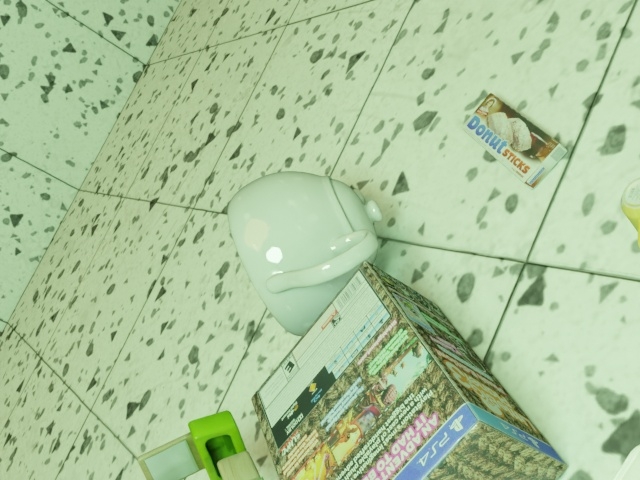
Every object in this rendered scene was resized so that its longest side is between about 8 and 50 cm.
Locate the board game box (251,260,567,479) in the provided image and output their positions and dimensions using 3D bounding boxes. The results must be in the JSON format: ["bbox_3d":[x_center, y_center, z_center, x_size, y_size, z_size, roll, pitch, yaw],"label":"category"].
[{"bbox_3d":[0.075,0.206,0.821,0.232,0.141,0.291,-51,32,13],"label":"board game box"}]

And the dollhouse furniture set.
[{"bbox_3d":[-0.108,0.372,0.848,0.151,0.197,0.301,-22,31,-14],"label":"dollhouse furniture set"}]

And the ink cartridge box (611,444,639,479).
[{"bbox_3d":[0.290,0.291,0.468,0.207,0.117,0.283,-58,32,2],"label":"ink cartridge box"}]

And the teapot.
[{"bbox_3d":[0.000,0.000,1.043,0.187,0.252,0.256,-27,57,8],"label":"teapot"}]

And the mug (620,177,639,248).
[{"bbox_3d":[0.332,-0.027,0.733,0.062,0.064,0.078,-40,36,27],"label":"mug"}]

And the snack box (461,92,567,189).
[{"bbox_3d":[0.249,-0.134,0.980,0.064,0.022,0.178,-51,32,15],"label":"snack box"}]
